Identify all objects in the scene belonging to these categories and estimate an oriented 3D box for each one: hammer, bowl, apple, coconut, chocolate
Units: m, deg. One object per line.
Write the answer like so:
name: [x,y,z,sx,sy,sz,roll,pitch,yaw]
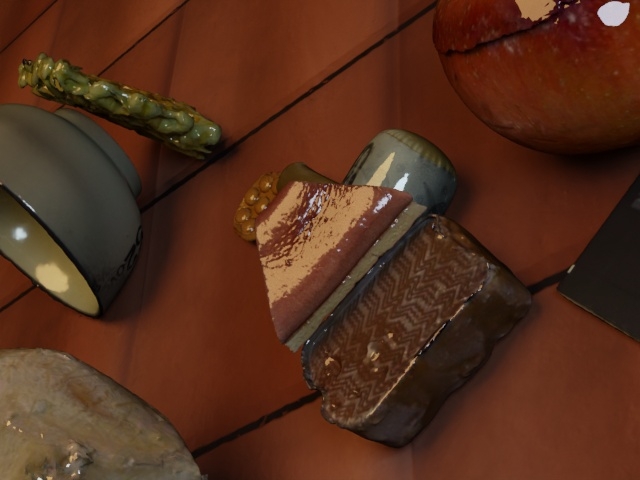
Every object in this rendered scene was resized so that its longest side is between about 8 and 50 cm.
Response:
hammer: [0.019,-0.039,1.215,0.202,0.113,0.305,-56,28,-5]
bowl: [-0.387,-0.071,1.570,0.185,0.354,0.354,-47,29,-23]
apple: [0.238,-0.194,0.970,0.272,0.206,0.251,-11,35,49]
coconut: [-0.290,0.292,1.014,0.404,0.404,0.404,-32,40,32]
chocolate: [0.089,0.091,1.014,0.214,0.093,0.148,-50,32,8]

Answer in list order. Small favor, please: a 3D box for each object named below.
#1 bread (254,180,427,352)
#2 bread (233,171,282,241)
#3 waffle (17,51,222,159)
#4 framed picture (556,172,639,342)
bread: [0.000,0.000,1.047,0.192,0.067,0.119,-45,71,6]
bread: [-0.074,-0.044,1.400,0.110,0.024,0.110,-31,40,31]
waffle: [-0.297,-0.201,1.586,0.317,0.297,0.073,28,99,62]
framed picture: [0.360,0.001,0.822,0.255,0.014,0.339,-55,33,1]
